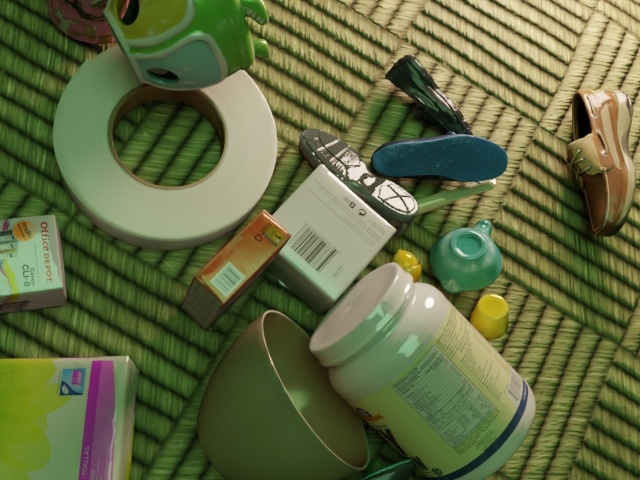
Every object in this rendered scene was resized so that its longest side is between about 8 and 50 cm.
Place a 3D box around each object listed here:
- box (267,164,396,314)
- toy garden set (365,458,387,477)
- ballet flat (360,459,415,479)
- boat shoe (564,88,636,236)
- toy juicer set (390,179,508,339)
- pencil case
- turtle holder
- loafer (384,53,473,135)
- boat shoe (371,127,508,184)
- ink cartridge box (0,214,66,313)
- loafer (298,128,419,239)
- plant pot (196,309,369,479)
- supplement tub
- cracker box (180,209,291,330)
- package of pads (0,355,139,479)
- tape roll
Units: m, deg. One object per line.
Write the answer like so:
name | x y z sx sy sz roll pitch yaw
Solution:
box | 0.000 0.000 1.457 0.181 0.119 0.182 42 68 1
toy garden set | 0.137 0.500 1.312 0.204 0.049 0.244 40 44 -21
ballet flat | 0.060 0.401 1.273 0.203 0.074 0.074 -15 78 -12
boat shoe | 0.548 -0.162 1.654 0.120 0.122 0.324 11 63 -6
toy juicer set | 0.233 0.031 1.535 0.209 0.089 0.329 0 56 3
pencil case | -0.385 -0.488 1.361 0.167 0.386 0.160 29 68 -2
turtle holder | -0.223 -0.367 1.333 0.227 0.320 0.243 -28 98 -7
loafer | 0.217 -0.262 1.622 0.078 0.076 0.223 -39 93 15
boat shoe | 0.224 -0.166 1.570 0.258 0.089 0.109 6 99 -9
ink cartridge box | -0.500 0.043 1.313 0.176 0.127 0.128 -7 75 -17
loafer | 0.055 -0.100 1.518 0.267 0.084 0.096 39 45 17
plant pot | -0.081 0.279 1.298 0.191 0.284 0.284 -34 84 10
supplement tub | 0.162 0.218 1.345 0.325 0.235 0.235 46 68 -10
cracker box | -0.142 0.054 1.344 0.067 0.232 0.156 44 69 0
package of pads | -0.401 0.322 1.227 0.229 0.101 0.296 -1 64 0
tape roll | -0.272 -0.176 1.467 0.392 0.072 0.392 4 74 -13
